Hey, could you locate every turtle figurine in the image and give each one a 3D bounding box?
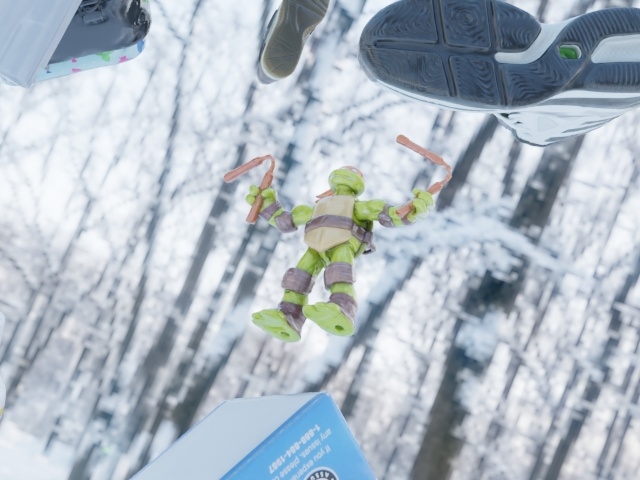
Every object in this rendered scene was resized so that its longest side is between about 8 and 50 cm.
[{"bbox_3d":[0.000,0.000,1.559,0.269,0.217,0.087,1,-35,26],"label":"turtle figurine"}]

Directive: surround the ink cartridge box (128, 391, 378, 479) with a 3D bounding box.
[{"bbox_3d":[-0.036,0.370,1.281,0.166,0.285,0.395,-12,-69,50],"label":"ink cartridge box"}]

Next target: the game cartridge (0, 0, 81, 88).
[{"bbox_3d":[-0.363,-0.297,1.461,0.297,0.198,0.062,27,1,12],"label":"game cartridge"}]

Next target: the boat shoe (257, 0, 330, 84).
[{"bbox_3d":[-0.036,-0.241,1.695,0.056,0.152,0.049,37,-31,-18],"label":"boat shoe"}]

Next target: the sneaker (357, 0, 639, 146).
[{"bbox_3d":[0.240,-0.199,2.028,0.447,0.169,0.257,1,-22,-17],"label":"sneaker"}]

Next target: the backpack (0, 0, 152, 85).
[{"bbox_3d":[-0.309,-0.313,1.705,0.225,0.253,0.191,-14,-27,-2],"label":"backpack"}]

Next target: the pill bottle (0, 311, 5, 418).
[{"bbox_3d":[-0.480,0.234,1.769,0.188,0.334,0.188,14,7,-2],"label":"pill bottle"}]
